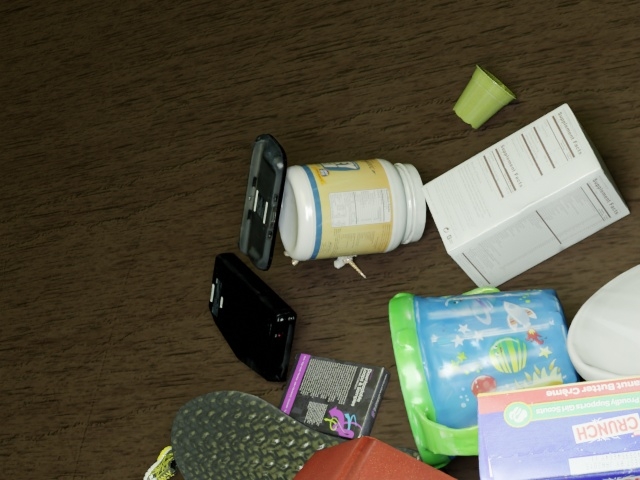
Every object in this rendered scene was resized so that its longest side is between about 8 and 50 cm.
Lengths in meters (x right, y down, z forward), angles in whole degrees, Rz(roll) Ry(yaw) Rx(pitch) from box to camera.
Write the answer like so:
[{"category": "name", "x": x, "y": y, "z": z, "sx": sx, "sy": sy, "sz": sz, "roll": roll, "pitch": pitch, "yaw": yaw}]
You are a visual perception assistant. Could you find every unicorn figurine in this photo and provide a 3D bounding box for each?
[{"category": "unicorn figurine", "x": 0.000, "y": 0.000, "z": 2.221, "sx": 0.111, "sy": 0.060, "sz": 0.162, "roll": -23, "pitch": 52, "yaw": 21}]

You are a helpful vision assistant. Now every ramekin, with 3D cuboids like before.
[{"category": "ramekin", "x": 0.454, "y": 0.134, "z": 1.733, "sx": 0.273, "sy": 0.127, "sz": 0.273, "roll": -23, "pitch": 23, "yaw": 10}]

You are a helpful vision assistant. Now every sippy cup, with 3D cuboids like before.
[{"category": "sippy cup", "x": 0.225, "y": 0.167, "z": 1.862, "sx": 0.224, "sy": 0.240, "sz": 0.305, "roll": -13, "pitch": 60, "yaw": 8}]

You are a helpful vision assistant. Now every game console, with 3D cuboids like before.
[{"category": "game console", "x": -0.091, "y": 0.022, "z": 2.127, "sx": 0.213, "sy": 0.044, "sz": 0.361, "roll": 41, "pitch": 129, "yaw": 49}]

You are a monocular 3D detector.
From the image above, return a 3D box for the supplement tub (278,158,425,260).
[{"category": "supplement tub", "x": 0.045, "y": -0.049, "z": 2.114, "sx": 0.199, "sy": 0.144, "sz": 0.144, "roll": -6, "pitch": 48, "yaw": -17}]

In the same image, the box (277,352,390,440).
[{"category": "box", "x": 0.016, "y": 0.235, "z": 2.084, "sx": 0.162, "sy": 0.029, "sz": 0.116, "roll": 6, "pitch": 66, "yaw": 37}]

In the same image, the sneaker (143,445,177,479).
[{"category": "sneaker", "x": -0.245, "y": 0.361, "z": 2.176, "sx": 0.035, "sy": 0.031, "sz": 0.083, "roll": 18, "pitch": 73, "yaw": 39}]

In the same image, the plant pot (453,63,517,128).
[{"category": "plant pot", "x": 0.251, "y": -0.219, "z": 2.189, "sx": 0.079, "sy": 0.083, "sz": 0.083, "roll": -50, "pitch": 46, "yaw": 14}]

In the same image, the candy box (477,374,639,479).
[{"category": "candy box", "x": 0.322, "y": 0.275, "z": 1.612, "sx": 0.268, "sy": 0.317, "sz": 0.122, "roll": -6, "pitch": 60, "yaw": 7}]

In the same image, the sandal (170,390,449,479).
[{"category": "sandal", "x": -0.020, "y": 0.342, "z": 2.006, "sx": 0.445, "sy": 0.107, "sz": 0.167, "roll": 15, "pitch": 69, "yaw": 25}]

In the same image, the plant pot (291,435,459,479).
[{"category": "plant pot", "x": 0.061, "y": 0.393, "z": 1.728, "sx": 0.267, "sy": 0.267, "sz": 0.236, "roll": -34, "pitch": 30, "yaw": 63}]

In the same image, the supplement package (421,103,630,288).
[{"category": "supplement package", "x": 0.294, "y": -0.059, "z": 2.009, "sx": 0.244, "sy": 0.139, "sz": 0.134, "roll": -30, "pitch": 51, "yaw": 13}]
